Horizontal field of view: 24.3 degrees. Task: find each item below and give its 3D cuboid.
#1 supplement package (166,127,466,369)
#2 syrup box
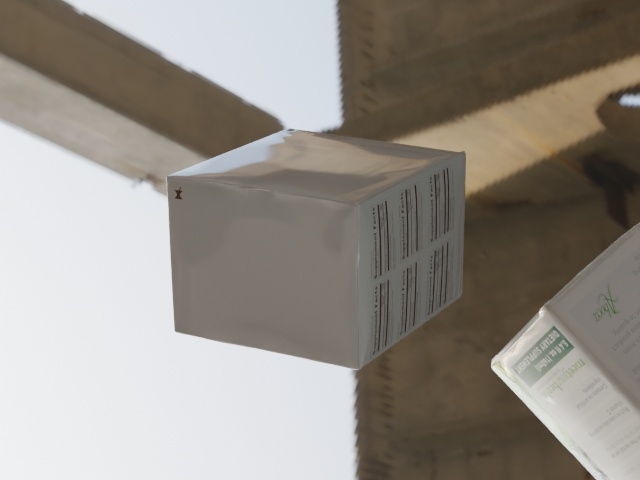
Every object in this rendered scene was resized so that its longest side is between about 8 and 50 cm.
[{"bbox_3d":[0.000,0.000,1.329,0.194,0.203,0.149,9,-70,29],"label":"supplement package"},{"bbox_3d":[0.217,0.112,0.813,0.096,0.093,0.237,-38,-100,-25],"label":"syrup box"}]
